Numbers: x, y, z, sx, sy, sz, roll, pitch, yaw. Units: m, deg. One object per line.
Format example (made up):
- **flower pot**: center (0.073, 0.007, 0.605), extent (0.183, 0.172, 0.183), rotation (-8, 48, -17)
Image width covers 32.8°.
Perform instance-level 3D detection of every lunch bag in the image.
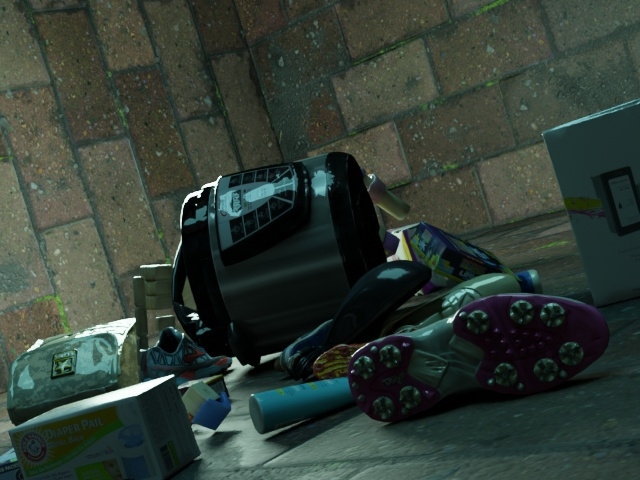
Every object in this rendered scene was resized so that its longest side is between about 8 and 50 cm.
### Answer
- **lunch bag**: center (-0.488, 0.275, 2.211), extent (0.235, 0.169, 0.287), rotation (-14, 10, 5)

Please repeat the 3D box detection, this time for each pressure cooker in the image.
- **pressure cooker**: center (-0.093, 0.044, 2.131), extent (0.420, 0.376, 0.370), rotation (-14, 1, 11)

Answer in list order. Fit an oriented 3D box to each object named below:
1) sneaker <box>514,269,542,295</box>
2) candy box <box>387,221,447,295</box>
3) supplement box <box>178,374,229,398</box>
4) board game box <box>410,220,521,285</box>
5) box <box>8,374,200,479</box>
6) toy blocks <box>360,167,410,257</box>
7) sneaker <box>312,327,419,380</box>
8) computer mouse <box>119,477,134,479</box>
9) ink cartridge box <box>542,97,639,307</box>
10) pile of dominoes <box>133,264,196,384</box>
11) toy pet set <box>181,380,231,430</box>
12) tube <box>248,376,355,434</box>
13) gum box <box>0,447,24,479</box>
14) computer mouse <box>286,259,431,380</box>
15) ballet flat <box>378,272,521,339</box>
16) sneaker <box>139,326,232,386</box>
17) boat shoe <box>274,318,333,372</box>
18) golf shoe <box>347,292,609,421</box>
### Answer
- **sneaker**: center (0.313, 0.085, 1.814), extent (0.084, 0.058, 0.152), rotation (-12, -3, -7)
- **candy box**: center (0.191, 0.050, 2.555), extent (0.071, 0.159, 0.233), rotation (-20, 2, -24)
- **supplement box**: center (-0.204, 0.258, 1.822), extent (0.083, 0.043, 0.055), rotation (-15, 3, 33)
- **board game box**: center (0.232, 0.033, 1.757), extent (0.141, 0.048, 0.170), rotation (25, 10, -14)
- **box**: center (-0.276, 0.258, 1.385), extent (0.203, 0.114, 0.103), rotation (-18, 1, 22)
- **toy blocks**: center (0.000, 0.000, 2.434), extent (0.288, 0.260, 0.309), rotation (-31, 31, 47)
- **sneaker**: center (0.076, 0.177, 1.591), extent (0.175, 0.064, 0.067), rotation (-13, -18, -2)
- **computer mouse**: center (-0.334, 0.324, 1.272), extent (0.242, 0.041, 0.071), rotation (-13, -16, -11)
- **ink cartridge box**: center (0.470, -0.068, 1.624), extent (0.197, 0.270, 0.198), rotation (-17, 1, 17)
- **pile of dominoes**: center (-0.320, 0.175, 2.198), extent (0.040, 0.251, 0.196), rotation (-2, 1, 30)
- **toy pet set**: center (-0.180, 0.263, 1.569), extent (0.114, 0.065, 0.122), rotation (-53, -11, 14)
- **tube**: center (0.010, 0.205, 1.429), extent (0.207, 0.052, 0.080), rotation (-11, 9, -24)
- **gum box**: center (-0.421, 0.332, 1.685), extent (0.157, 0.041, 0.184), rotation (-17, 1, 6)
- **computer mouse**: center (0.061, 0.111, 1.741), extent (0.272, 0.072, 0.188), rotation (-43, -12, 22)
- **ballet flat**: center (0.190, 0.120, 1.662), extent (0.248, 0.086, 0.086), rotation (-27, -4, 32)
- **sneaker**: center (-0.264, 0.224, 2.145), extent (0.104, 0.125, 0.262), rotation (-16, 2, 26)
- **boat shoe**: center (-0.011, 0.183, 1.888), extent (0.066, 0.066, 0.183), rotation (-24, -6, 43)
- **golf shoe**: center (0.183, 0.121, 1.238), extent (0.306, 0.115, 0.140), rotation (-15, -1, 27)
